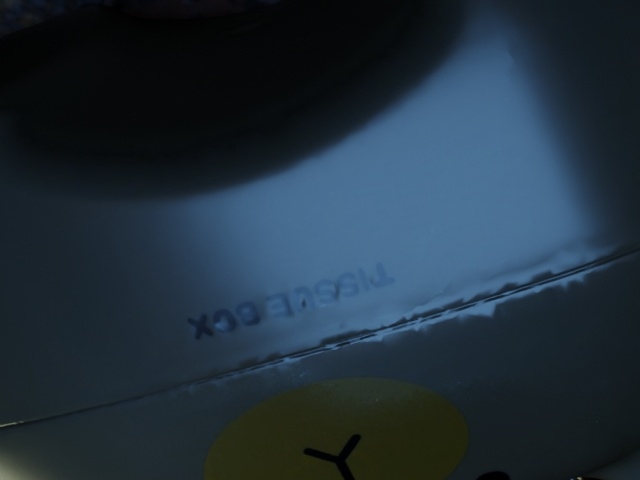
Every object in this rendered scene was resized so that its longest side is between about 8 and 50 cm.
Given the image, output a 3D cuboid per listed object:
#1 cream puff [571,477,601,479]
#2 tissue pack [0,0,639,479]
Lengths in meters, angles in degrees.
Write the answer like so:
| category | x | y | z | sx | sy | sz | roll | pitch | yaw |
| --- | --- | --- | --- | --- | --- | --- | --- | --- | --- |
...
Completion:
| category | x | y | z | sx | sy | sz | roll | pitch | yaw |
| --- | --- | --- | --- | --- | --- | --- | --- | --- | --- |
| cream puff | 0.217 | 0.125 | 0.862 | 0.239 | 0.165 | 0.239 | -10 | 146 | -7 |
| tissue pack | 0.000 | 0.000 | 0.759 | 0.387 | 0.267 | 0.277 | -16 | 110 | 9 |
